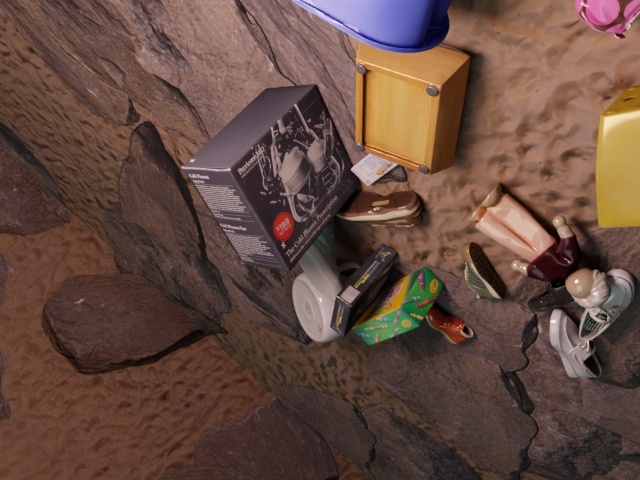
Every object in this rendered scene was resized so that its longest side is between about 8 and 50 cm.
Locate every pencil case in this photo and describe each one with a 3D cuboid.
[{"bbox_3d":[0.474,-0.400,0.925,0.209,0.095,0.098,117,134,-59],"label":"pencil case"}]

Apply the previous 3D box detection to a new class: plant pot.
[{"bbox_3d":[0.576,-0.157,1.044,0.212,0.212,0.187,-3,116,46],"label":"plant pot"}]

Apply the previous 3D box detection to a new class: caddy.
[{"bbox_3d":[0.080,-0.459,1.097,0.341,0.241,0.179,33,141,8],"label":"caddy"}]

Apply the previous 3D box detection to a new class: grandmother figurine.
[{"bbox_3d":[0.494,0.026,1.419,0.342,0.104,0.208,39,157,9],"label":"grandmother figurine"}]

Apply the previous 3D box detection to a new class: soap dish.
[{"bbox_3d":[0.179,-0.283,1.333,0.229,0.118,0.291,24,146,21],"label":"soap dish"}]

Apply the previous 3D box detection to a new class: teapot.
[{"bbox_3d":[0.038,0.189,2.016,0.256,0.187,0.252,5,110,64],"label":"teapot"}]

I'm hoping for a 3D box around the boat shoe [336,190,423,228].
[{"bbox_3d":[0.150,-0.067,1.660,0.257,0.095,0.095,4,141,41],"label":"boat shoe"}]

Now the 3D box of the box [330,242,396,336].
[{"bbox_3d":[0.122,0.143,1.816,0.059,0.232,0.183,34,148,17],"label":"box"}]

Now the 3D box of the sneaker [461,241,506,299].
[{"bbox_3d":[0.396,0.087,1.635,0.086,0.064,0.192,-14,125,45],"label":"sneaker"}]

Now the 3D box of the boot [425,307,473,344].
[{"bbox_3d":[0.378,0.242,1.864,0.158,0.059,0.084,39,146,-18],"label":"boot"}]

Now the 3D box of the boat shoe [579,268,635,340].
[{"bbox_3d":[0.658,0.160,1.462,0.083,0.076,0.226,23,145,22],"label":"boat shoe"}]

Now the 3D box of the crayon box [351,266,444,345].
[{"bbox_3d":[0.221,0.196,1.851,0.081,0.165,0.278,42,147,-7],"label":"crayon box"}]

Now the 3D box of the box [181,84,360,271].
[{"bbox_3d":[-0.107,-0.156,1.559,0.179,0.343,0.312,7,137,42],"label":"box"}]

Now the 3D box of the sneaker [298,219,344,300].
[{"bbox_3d":[0.000,0.000,1.815,0.366,0.150,0.135,61,160,-16],"label":"sneaker"}]

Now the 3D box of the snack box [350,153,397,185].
[{"bbox_3d":[0.145,-0.194,1.566,0.064,0.022,0.178,44,147,-8],"label":"snack box"}]

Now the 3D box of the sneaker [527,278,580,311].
[{"bbox_3d":[0.568,0.122,1.531,0.170,0.051,0.089,-11,124,45],"label":"sneaker"}]

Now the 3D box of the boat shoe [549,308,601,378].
[{"bbox_3d":[0.649,0.261,1.601,0.084,0.095,0.258,-1,142,39],"label":"boat shoe"}]
